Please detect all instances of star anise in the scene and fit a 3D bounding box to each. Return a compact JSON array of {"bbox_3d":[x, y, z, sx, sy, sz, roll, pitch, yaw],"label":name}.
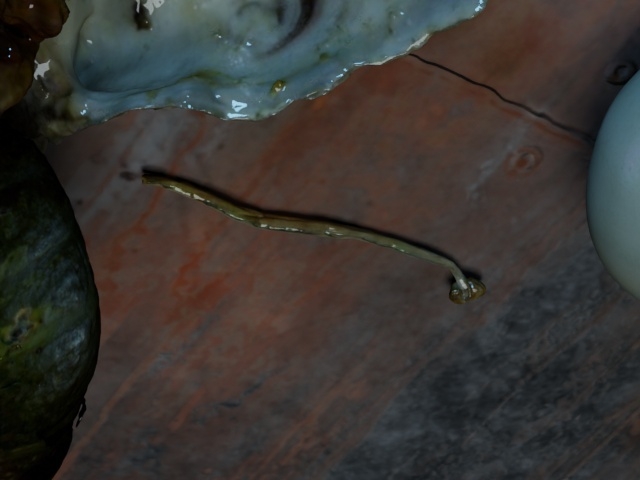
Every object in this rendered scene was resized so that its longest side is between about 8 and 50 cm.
[{"bbox_3d":[-0.179,-0.129,1.000,0.057,0.168,0.168,21,127,-39],"label":"star anise"}]

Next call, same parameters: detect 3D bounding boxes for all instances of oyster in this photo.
[{"bbox_3d":[-0.073,-0.179,1.083,0.396,0.111,0.204,-20,115,12],"label":"oyster"}]

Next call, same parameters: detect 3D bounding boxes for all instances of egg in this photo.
[{"bbox_3d":[0.259,-0.044,1.209,0.151,0.151,0.209,-2,131,-7],"label":"egg"}]

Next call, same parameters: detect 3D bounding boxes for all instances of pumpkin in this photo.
[{"bbox_3d":[-0.290,0.057,1.103,0.320,0.192,0.320,1,123,1],"label":"pumpkin"}]

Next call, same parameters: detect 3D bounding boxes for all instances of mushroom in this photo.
[{"bbox_3d":[0.001,-0.006,1.295,0.286,0.028,0.026,21,168,-24],"label":"mushroom"}]
